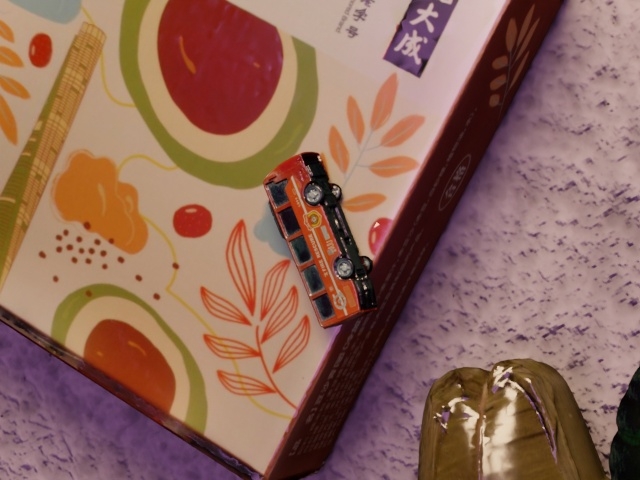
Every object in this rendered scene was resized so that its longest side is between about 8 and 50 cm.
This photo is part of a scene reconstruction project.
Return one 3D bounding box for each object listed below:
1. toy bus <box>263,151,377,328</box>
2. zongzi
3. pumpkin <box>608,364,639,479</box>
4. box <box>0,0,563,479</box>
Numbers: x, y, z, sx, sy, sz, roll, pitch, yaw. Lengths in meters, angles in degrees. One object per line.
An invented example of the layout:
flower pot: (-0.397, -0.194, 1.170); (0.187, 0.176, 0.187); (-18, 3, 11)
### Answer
toy bus: (0.000, 0.000, 1.230); (0.043, 0.031, 0.110); (-26, 82, 26)
zongzi: (0.065, 0.244, 1.268); (0.300, 0.145, 0.274); (-24, 79, 19)
pumpkin: (0.274, 0.139, 1.181); (0.202, 0.140, 0.202); (0, 90, 13)
box: (-0.074, -0.083, 1.341); (0.344, 0.122, 0.385); (30, 101, 19)
